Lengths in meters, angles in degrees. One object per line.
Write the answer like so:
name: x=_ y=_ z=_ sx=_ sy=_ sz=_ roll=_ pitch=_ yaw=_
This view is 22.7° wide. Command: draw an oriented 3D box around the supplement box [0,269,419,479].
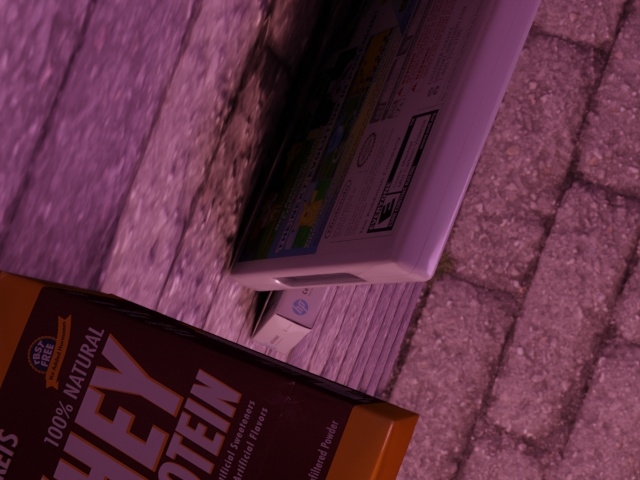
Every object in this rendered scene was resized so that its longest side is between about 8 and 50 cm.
supplement box: x=-0.068 y=0.113 z=0.802 sx=0.191 sy=0.194 sz=0.129 roll=36 pitch=75 yaw=-81

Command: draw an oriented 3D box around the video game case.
video game case: x=0.059 y=-0.120 z=1.138 sx=0.300 sy=0.036 sz=0.329 roll=-7 pitch=-121 yaw=67

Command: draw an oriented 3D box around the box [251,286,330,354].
box: x=0.000 y=0.000 z=1.391 sx=0.145 sy=0.038 sz=0.186 roll=131 pitch=-18 yaw=-74
